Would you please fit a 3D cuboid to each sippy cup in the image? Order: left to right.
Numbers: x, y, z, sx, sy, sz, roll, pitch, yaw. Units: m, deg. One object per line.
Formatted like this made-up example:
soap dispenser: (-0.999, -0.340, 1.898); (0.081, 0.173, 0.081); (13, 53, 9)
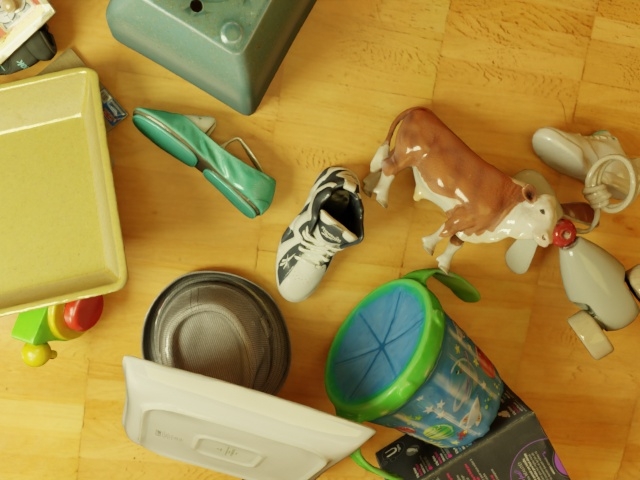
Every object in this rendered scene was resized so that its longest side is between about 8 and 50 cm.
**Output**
sippy cup: (0.163, 0.216, 1.015); (0.224, 0.240, 0.305); (37, 105, -23)

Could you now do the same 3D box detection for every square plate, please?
square plate: (-0.133, 0.294, 0.938); (0.344, 0.347, 0.049); (18, 56, -7)

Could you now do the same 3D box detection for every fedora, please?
fedora: (-0.166, 0.188, 1.004); (0.243, 0.124, 0.276); (-10, 102, -5)

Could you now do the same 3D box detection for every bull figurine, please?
bull figurine: (0.207, -0.070, 0.973); (0.188, 0.101, 0.310); (-44, 69, 3)

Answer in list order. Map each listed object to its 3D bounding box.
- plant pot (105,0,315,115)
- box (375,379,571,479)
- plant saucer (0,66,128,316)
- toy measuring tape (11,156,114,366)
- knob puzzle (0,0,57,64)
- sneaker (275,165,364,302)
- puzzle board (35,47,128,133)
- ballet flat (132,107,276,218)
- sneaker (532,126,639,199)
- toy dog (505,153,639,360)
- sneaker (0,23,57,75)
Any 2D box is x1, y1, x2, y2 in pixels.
plant pot: (-0.139, -0.333, 0.844); (0.247, 0.252, 0.247); (29, 96, -12)
box: (0.258, 0.393, 1.091); (0.270, 0.143, 0.165); (-31, 104, -1)
plant saucer: (-0.443, -0.050, 0.890); (0.332, 0.081, 0.333); (-13, 76, -1)
toy measuring tape: (-0.372, 0.035, 0.972); (0.121, 0.121, 0.330); (20, 77, -11)
knob puzzle: (-0.475, -0.329, 0.826); (0.213, 0.030, 0.213); (2, 114, 4)
sneaker: (0.000, 0.000, 0.976); (0.094, 0.153, 0.235); (30, 95, -10)
puzzle board: (-0.371, -0.210, 0.958); (0.096, 0.011, 0.128); (-40, 104, 0)
ballet flat: (-0.169, -0.138, 0.974); (0.247, 0.083, 0.087); (39, 69, -13)
sneaker: (0.450, -0.152, 1.058); (0.212, 0.080, 0.094); (26, 85, -19)
toy dog: (0.430, 0.025, 1.059); (0.220, 0.161, 0.334); (-17, 95, 8)
sneaker: (-0.482, -0.356, 0.870); (0.106, 0.101, 0.267); (-29, 103, 1)
